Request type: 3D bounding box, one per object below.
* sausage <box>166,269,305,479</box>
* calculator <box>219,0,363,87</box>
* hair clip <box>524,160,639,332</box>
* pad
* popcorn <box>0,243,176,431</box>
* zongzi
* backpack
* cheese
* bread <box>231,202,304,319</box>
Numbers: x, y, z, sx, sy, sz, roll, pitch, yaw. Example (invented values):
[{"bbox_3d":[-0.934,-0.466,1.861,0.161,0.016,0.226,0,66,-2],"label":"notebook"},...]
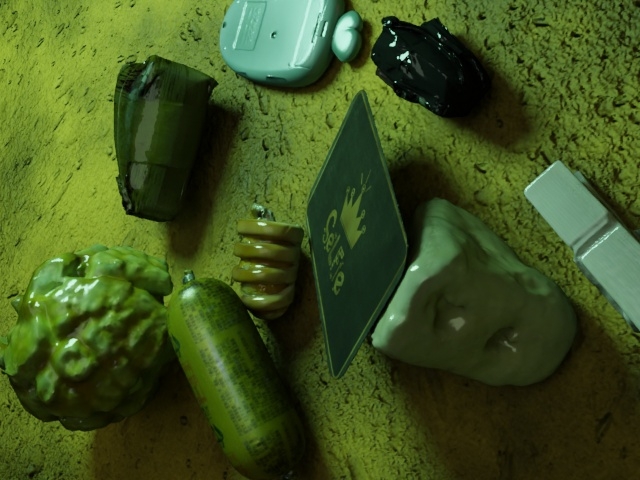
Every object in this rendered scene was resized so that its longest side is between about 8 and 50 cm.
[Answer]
[{"bbox_3d":[-0.127,0.199,1.195,0.123,0.123,0.347,-31,81,26],"label":"sausage"},{"bbox_3d":[-0.055,-0.346,1.348,0.299,0.041,0.185,16,89,38],"label":"calculator"},{"bbox_3d":[0.366,0.044,0.939,0.085,0.101,0.330,-44,56,23],"label":"hair clip"},{"bbox_3d":[0.000,0.001,1.104,0.375,0.063,0.315,-100,27,-49],"label":"pad"},{"bbox_3d":[-0.358,0.167,1.303,0.335,0.274,0.279,-65,27,9],"label":"popcorn"},{"bbox_3d":[-0.320,-0.185,1.464,0.300,0.145,0.273,18,96,53],"label":"zongzi"},{"bbox_3d":[0.153,-0.235,1.139,0.165,0.120,0.106,56,133,30],"label":"backpack"},{"bbox_3d":[0.182,0.066,1.038,0.248,0.251,0.173,-103,36,-62],"label":"cheese"},{"bbox_3d":[-0.085,0.033,1.250,0.119,0.084,0.177,8,92,51],"label":"bread"}]
